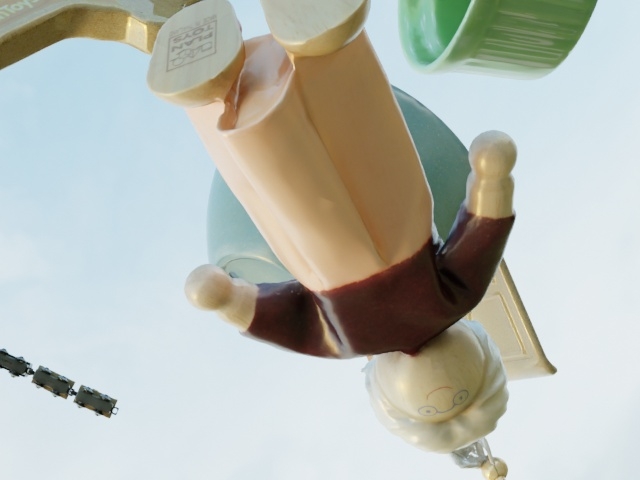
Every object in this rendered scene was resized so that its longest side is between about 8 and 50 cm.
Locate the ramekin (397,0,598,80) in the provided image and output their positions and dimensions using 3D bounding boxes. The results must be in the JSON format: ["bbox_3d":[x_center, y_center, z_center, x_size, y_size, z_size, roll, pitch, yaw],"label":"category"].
[{"bbox_3d":[0.210,-0.327,1.568,0.148,0.303,0.303,9,-67,-16],"label":"ramekin"}]

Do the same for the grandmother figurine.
[{"bbox_3d":[0.022,0.007,0.793,0.208,0.104,0.342,-16,-48,19],"label":"grandmother figurine"}]

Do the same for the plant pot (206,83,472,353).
[{"bbox_3d":[0.000,0.000,1.365,0.195,0.290,0.290,-54,-33,-36],"label":"plant pot"}]

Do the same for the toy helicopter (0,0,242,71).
[{"bbox_3d":[-0.222,-0.201,1.094,0.355,0.235,0.140,-42,-25,-47],"label":"toy helicopter"}]

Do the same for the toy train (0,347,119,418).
[{"bbox_3d":[-0.300,0.163,1.553,0.036,0.158,0.027,82,-148,-81],"label":"toy train"}]

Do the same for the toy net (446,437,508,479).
[{"bbox_3d":[0.220,0.257,1.464,0.045,0.232,0.122,-52,-6,16],"label":"toy net"}]

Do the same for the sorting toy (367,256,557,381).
[{"bbox_3d":[0.130,0.068,1.588,0.041,0.307,0.229,-31,-83,-33],"label":"sorting toy"}]
